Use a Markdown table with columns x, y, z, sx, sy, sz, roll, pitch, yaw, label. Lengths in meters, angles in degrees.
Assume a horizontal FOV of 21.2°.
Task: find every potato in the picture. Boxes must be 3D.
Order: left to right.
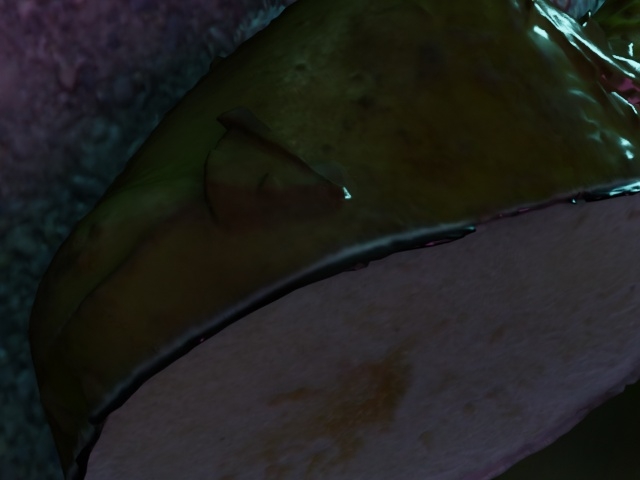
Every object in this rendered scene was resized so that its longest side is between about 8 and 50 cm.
| x | y | z | sx | sy | sz | roll | pitch | yaw | label |
| --- | --- | --- | --- | --- | --- | --- | --- | --- | --- |
| 0.000 | 0.000 | 0.747 | 0.299 | 0.196 | 0.246 | -17 | 144 | -22 | potato |

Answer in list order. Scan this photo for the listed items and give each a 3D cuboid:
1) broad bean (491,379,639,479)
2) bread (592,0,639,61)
| x | y | z | sx | sy | sz | roll | pitch | yaw | label |
| --- | --- | --- | --- | --- | --- | --- | --- | --- | --- |
| 0.132 | 0.064 | 0.936 | 0.169 | 0.100 | 0.228 | -36 | 132 | -14 | broad bean |
| 0.221 | -0.070 | 1.028 | 0.222 | 0.096 | 0.181 | -44 | 120 | -34 | bread |
